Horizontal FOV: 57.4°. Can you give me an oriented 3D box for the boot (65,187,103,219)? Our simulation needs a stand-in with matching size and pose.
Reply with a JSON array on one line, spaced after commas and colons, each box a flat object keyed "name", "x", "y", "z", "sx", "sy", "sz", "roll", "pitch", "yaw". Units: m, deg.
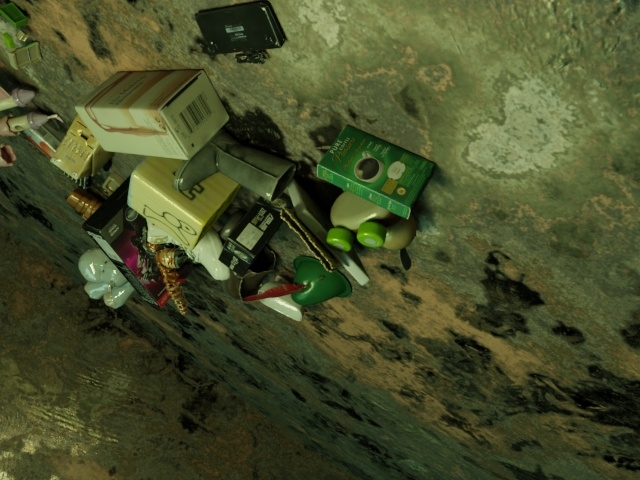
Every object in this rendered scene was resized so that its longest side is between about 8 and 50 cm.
[{"name": "boot", "x": -0.735, "y": -0.100, "z": 1.967, "sx": 0.220, "sy": 0.109, "sz": 0.283, "roll": 43, "pitch": 163, "yaw": -24}]

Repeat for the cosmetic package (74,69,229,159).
[{"name": "cosmetic package", "x": -0.365, "y": -0.275, "z": 1.260, "sx": 0.296, "sy": 0.153, "sz": 0.129, "roll": 9, "pitch": 141, "yaw": 36}]

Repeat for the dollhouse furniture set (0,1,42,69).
[{"name": "dollhouse furniture set", "x": -0.728, "y": -0.488, "z": 1.403, "sx": 0.058, "sy": 0.076, "sz": 0.151, "roll": 45, "pitch": 151, "yaw": 7}]

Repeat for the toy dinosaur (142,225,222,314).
[{"name": "toy dinosaur", "x": -0.395, "y": 0.038, "z": 1.673, "sx": 0.164, "sy": 0.218, "sz": 0.322, "roll": -147, "pitch": 56, "yaw": -67}]

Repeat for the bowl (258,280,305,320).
[{"name": "bowl", "x": -0.104, "y": 0.169, "z": 1.679, "sx": 0.142, "sy": 0.053, "sz": 0.142, "roll": 26, "pitch": 158, "yaw": 8}]

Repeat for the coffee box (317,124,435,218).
[{"name": "coffee box", "x": 0.099, "y": -0.125, "z": 1.044, "sx": 0.184, "sy": 0.113, "sz": 0.040, "roll": 26, "pitch": 153, "yaw": 13}]

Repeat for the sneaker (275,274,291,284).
[{"name": "sneaker", "x": -0.116, "y": 0.168, "z": 1.760, "sx": 0.051, "sy": 0.070, "sz": 0.134, "roll": 19, "pitch": 147, "yaw": 29}]

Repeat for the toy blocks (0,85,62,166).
[{"name": "toy blocks", "x": -0.914, "y": -0.403, "z": 1.623, "sx": 0.260, "sy": 0.309, "sz": 0.288, "roll": -12, "pitch": 149, "yaw": 11}]

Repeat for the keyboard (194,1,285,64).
[{"name": "keyboard", "x": -0.138, "y": -0.359, "z": 1.028, "sx": 0.180, "sy": 0.023, "sz": 0.108, "roll": 10, "pitch": 137, "yaw": 39}]

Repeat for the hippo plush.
[{"name": "hippo plush", "x": -0.705, "y": 0.127, "z": 1.994, "sx": 0.294, "sy": 0.234, "sz": 0.236, "roll": 19, "pitch": 180, "yaw": -3}]

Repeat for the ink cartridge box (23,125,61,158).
[{"name": "ink cartridge box", "x": -0.889, "y": -0.301, "z": 1.879, "sx": 0.145, "sy": 0.045, "sz": 0.179, "roll": 46, "pitch": 147, "yaw": -20}]

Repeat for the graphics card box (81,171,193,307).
[{"name": "graphics card box", "x": -0.516, "y": 0.004, "z": 1.758, "sx": 0.094, "sy": 0.233, "sz": 0.371, "roll": 16, "pitch": 146, "yaw": 33}]

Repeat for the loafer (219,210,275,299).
[{"name": "loafer", "x": -0.198, "y": 0.074, "z": 1.632, "sx": 0.130, "sy": 0.134, "sz": 0.366, "roll": 26, "pitch": 150, "yaw": 15}]

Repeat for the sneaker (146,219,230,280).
[{"name": "sneaker", "x": -0.360, "y": 0.003, "z": 1.526, "sx": 0.292, "sy": 0.169, "sz": 0.108, "roll": 58, "pitch": 151, "yaw": 25}]

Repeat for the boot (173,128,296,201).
[{"name": "boot", "x": -0.185, "y": -0.137, "z": 1.256, "sx": 0.208, "sy": 0.189, "sz": 0.076, "roll": 34, "pitch": 168, "yaw": 10}]

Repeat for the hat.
[{"name": "hat", "x": -0.050, "y": 0.161, "z": 1.558, "sx": 0.208, "sy": 0.183, "sz": 0.173, "roll": 12, "pitch": 145, "yaw": 35}]

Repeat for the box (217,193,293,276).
[{"name": "box", "x": -0.153, "y": -0.022, "z": 1.390, "sx": 0.077, "sy": 0.180, "sz": 0.147, "roll": 36, "pitch": 151, "yaw": -3}]

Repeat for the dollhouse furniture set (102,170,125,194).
[{"name": "dollhouse furniture set", "x": -0.630, "y": -0.110, "z": 1.814, "sx": 0.151, "sy": 0.123, "sz": 0.144, "roll": 43, "pitch": 150, "yaw": -16}]

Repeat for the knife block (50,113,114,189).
[{"name": "knife block", "x": -0.634, "y": -0.266, "z": 1.646, "sx": 0.088, "sy": 0.242, "sz": 0.275, "roll": 37, "pitch": 107, "yaw": -6}]

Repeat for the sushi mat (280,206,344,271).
[{"name": "sushi mat", "x": 0.000, "y": 0.000, "z": 1.221, "sx": 0.151, "sy": 0.019, "sz": 0.316, "roll": 50, "pitch": -173, "yaw": 7}]

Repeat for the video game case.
[{"name": "video game case", "x": 0.011, "y": -0.024, "z": 1.239, "sx": 0.206, "sy": 0.026, "sz": 0.227, "roll": 47, "pitch": -171, "yaw": -22}]

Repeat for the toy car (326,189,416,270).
[{"name": "toy car", "x": 0.125, "y": -0.027, "z": 1.138, "sx": 0.149, "sy": 0.155, "sz": 0.188, "roll": -10, "pitch": 144, "yaw": 43}]

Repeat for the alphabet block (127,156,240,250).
[{"name": "alphabet block", "x": -0.317, "y": -0.125, "z": 1.391, "sx": 0.197, "sy": 0.193, "sz": 0.192, "roll": 37, "pitch": 154, "yaw": -6}]
